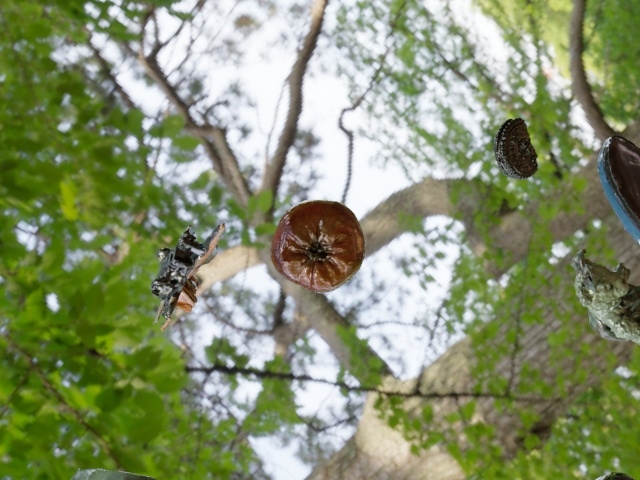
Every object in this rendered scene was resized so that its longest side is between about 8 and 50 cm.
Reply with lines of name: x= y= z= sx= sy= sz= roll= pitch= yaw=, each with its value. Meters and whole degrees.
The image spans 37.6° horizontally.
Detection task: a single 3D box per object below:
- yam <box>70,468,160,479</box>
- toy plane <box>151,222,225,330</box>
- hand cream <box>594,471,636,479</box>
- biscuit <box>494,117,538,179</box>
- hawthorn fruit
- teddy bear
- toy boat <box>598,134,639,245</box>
yam: x=-0.106 y=0.175 z=0.393 sx=0.068 sy=0.068 sz=0.169 roll=36 pitch=-138 yaw=-15
toy plane: x=-0.155 y=0.024 z=1.064 sx=0.062 sy=0.188 sz=0.135 roll=14 pitch=-125 yaw=-12
hand cream: x=0.292 y=0.336 z=0.908 sx=0.055 sy=0.086 sz=0.235 roll=60 pitch=-147 yaw=-53
biscuit: x=0.290 y=-0.134 z=1.384 sx=0.087 sy=0.027 sz=0.089 roll=14 pitch=-98 yaw=-36
hawthorn fruit: x=-0.003 y=-0.002 z=1.226 sx=0.125 sy=0.125 sz=0.140 roll=31 pitch=-141 yaw=-24
teddy bear: x=0.461 y=0.096 z=1.480 sx=0.213 sy=0.111 sz=0.133 roll=26 pitch=-134 yaw=-19
toy boat: x=0.546 y=-0.082 z=1.628 sx=0.097 sy=0.100 sz=0.223 roll=72 pitch=178 yaw=-65
